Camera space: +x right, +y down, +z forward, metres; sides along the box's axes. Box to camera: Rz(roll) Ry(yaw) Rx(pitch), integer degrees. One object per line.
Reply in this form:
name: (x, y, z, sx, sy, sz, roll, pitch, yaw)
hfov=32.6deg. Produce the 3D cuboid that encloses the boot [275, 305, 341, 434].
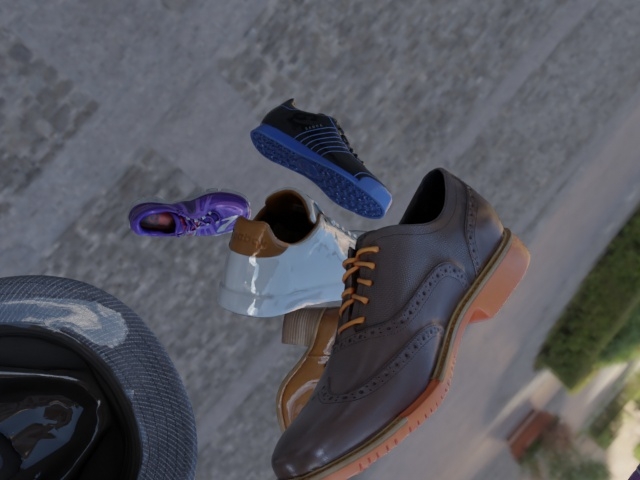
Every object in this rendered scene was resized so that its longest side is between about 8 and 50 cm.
boot: (0.025, 0.182, 1.390, 0.073, 0.152, 0.197, -42, 136, -67)

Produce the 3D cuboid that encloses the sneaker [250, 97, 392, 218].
sneaker: (0.015, -0.121, 1.527, 0.090, 0.232, 0.081, -48, 161, -24)

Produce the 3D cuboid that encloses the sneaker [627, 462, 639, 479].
sneaker: (0.541, 0.442, 1.547, 0.161, 0.282, 0.102, -60, 166, 6)

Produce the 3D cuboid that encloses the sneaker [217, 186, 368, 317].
sneaker: (0.000, 0.000, 1.218, 0.290, 0.105, 0.123, -16, 116, -59)

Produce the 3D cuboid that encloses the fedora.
fedora: (-0.233, 0.156, 0.792, 0.275, 0.244, 0.124, -34, -175, -14)

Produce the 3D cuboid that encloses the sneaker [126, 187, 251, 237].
sneaker: (-0.176, -0.026, 1.486, 0.169, 0.071, 0.068, -8, 110, -11)

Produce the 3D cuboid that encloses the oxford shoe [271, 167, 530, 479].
oxford shoe: (0.048, 0.071, 0.942, 0.130, 0.133, 0.364, -26, -164, 45)
